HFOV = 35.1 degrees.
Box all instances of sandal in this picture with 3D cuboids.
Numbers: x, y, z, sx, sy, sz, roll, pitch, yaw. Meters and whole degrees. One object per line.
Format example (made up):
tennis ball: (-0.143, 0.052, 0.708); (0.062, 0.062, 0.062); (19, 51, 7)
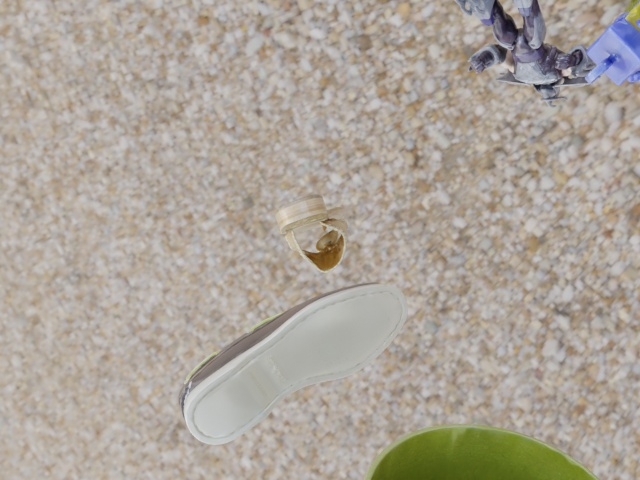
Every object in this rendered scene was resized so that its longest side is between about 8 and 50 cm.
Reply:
sandal: (-0.006, 0.002, 1.250); (0.088, 0.240, 0.079); (-19, 83, 5)

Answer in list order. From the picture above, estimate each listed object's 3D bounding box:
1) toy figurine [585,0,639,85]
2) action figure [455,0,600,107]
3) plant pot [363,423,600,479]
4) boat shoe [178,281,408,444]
toy figurine: (0.389, -0.292, 1.306); (0.191, 0.217, 0.362); (39, 174, 1)
action figure: (0.280, -0.281, 1.410); (0.185, 0.099, 0.285); (-1, 145, 34)
plant pot: (0.158, 0.397, 1.078); (0.275, 0.275, 0.293); (25, 124, 26)
boat shoe: (-0.039, 0.145, 1.322); (0.116, 0.324, 0.097); (62, 169, -21)
